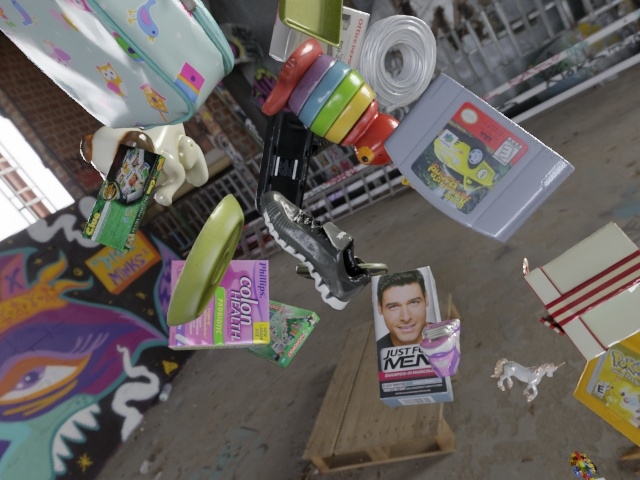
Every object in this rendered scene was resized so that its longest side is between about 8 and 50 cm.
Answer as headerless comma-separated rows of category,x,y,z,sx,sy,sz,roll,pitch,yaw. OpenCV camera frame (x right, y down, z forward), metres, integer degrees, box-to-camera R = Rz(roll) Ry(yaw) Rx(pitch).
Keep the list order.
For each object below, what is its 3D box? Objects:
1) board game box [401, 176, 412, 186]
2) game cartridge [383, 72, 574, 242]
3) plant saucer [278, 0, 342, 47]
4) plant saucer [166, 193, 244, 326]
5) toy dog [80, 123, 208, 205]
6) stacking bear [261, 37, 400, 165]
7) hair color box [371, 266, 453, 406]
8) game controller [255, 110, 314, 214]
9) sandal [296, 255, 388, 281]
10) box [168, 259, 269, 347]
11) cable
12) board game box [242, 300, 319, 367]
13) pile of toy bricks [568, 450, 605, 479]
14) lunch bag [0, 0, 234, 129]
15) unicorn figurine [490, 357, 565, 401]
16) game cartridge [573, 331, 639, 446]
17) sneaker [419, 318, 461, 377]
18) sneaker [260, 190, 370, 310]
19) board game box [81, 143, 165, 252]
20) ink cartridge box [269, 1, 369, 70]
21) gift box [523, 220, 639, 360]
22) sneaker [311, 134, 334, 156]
board game box,0.324,-0.190,1.097,0.259,0.124,0.039,-5,35,-21
game cartridge,0.266,-0.143,0.822,0.196,0.294,0.060,-53,-18,18
plant saucer,-0.024,-0.518,0.942,0.045,0.188,0.188,10,11,37
plant saucer,-0.183,0.039,0.764,0.241,0.037,0.241,-157,90,-87
toy dog,-0.584,-0.295,1.515,0.284,0.395,0.408,8,19,6
stacking bear,0.051,-0.269,0.956,0.164,0.289,0.175,-57,8,-33
hair color box,0.262,0.277,1.328,0.185,0.113,0.374,-13,55,18
game controller,-0.105,-0.212,1.314,0.166,0.319,0.067,15,11,27
sandal,0.070,0.080,1.481,0.302,0.120,0.086,3,64,7
box,-0.257,0.167,1.163,0.243,0.214,0.117,1,-17,-12
cable,0.225,-0.530,1.351,0.257,0.257,0.089,-23,28,-17
board game box,-0.172,0.332,1.668,0.317,0.046,0.213,4,49,51
pile of toy bricks,0.616,0.594,1.072,0.105,0.118,0.212,-20,-7,14
lunch bag,-0.237,-0.235,0.488,0.279,0.224,0.108,10,59,44
unicorn figurine,0.532,0.351,1.168,0.162,0.111,0.060,14,13,19
game cartridge,0.883,0.380,1.261,0.052,0.324,0.285,4,17,-21
sneaker,0.309,0.268,1.126,0.095,0.105,0.236,-22,-1,22
sneaker,0.000,0.000,0.746,0.106,0.234,0.078,-35,4,33
board game box,-0.498,-0.110,1.147,0.030,0.136,0.260,41,-112,-73
ink cartridge box,-0.002,-0.520,1.146,0.218,0.159,0.092,-4,32,-34
gift box,0.648,0.109,1.078,0.258,0.276,0.255,-44,-32,26
sneaker,-0.016,-0.422,1.879,0.130,0.087,0.227,-32,29,3
